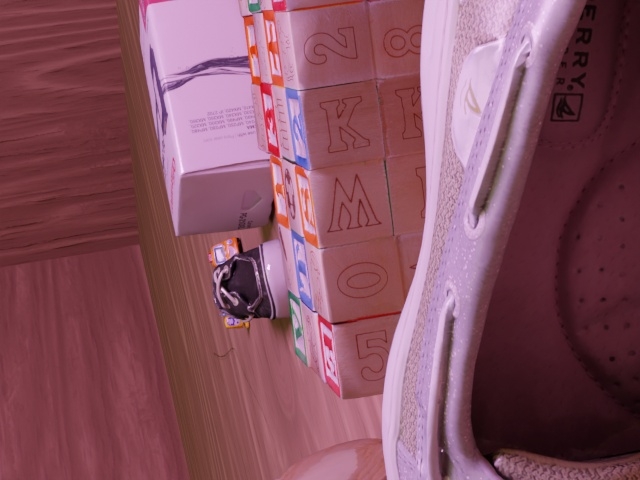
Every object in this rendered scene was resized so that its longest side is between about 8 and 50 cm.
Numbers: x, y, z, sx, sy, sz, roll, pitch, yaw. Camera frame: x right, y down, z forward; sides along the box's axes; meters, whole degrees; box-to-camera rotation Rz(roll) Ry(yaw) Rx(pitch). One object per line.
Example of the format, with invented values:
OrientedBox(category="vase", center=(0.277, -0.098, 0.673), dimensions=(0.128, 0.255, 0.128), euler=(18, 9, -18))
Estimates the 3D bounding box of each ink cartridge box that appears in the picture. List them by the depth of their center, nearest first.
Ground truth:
OrientedBox(category="ink cartridge box", center=(-0.115, -0.144, 1.510), dimensions=(0.172, 0.100, 0.237), euler=(106, 153, -69))

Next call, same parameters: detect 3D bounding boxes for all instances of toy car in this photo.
OrientedBox(category="toy car", center=(-0.112, 0.055, 1.845), dimensions=(0.060, 0.040, 0.122), euler=(-147, 49, -77))

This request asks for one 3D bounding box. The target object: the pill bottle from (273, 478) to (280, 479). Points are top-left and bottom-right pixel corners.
OrientedBox(category="pill bottle", center=(-0.015, 0.286, 1.438), dimensions=(0.067, 0.067, 0.120), euler=(156, 104, -80))

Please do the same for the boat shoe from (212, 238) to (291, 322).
OrientedBox(category="boat shoe", center=(-0.072, 0.050, 1.531), dimensions=(0.219, 0.070, 0.077), euler=(134, 126, -78))

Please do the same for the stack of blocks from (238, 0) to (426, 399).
OrientedBox(category="stack of blocks", center=(0.015, -0.074, 0.879), dimensions=(0.171, 0.087, 0.297), euler=(-147, 49, -77))

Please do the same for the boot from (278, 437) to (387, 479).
OrientedBox(category="boot", center=(0.041, 0.280, 1.052), dimensions=(0.295, 0.104, 0.211), euler=(-88, -22, -73))

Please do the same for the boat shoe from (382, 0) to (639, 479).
OrientedBox(category="boat shoe", center=(0.088, 0.035, 0.507), dimensions=(0.103, 0.118, 0.320), euler=(-115, 25, -71))
